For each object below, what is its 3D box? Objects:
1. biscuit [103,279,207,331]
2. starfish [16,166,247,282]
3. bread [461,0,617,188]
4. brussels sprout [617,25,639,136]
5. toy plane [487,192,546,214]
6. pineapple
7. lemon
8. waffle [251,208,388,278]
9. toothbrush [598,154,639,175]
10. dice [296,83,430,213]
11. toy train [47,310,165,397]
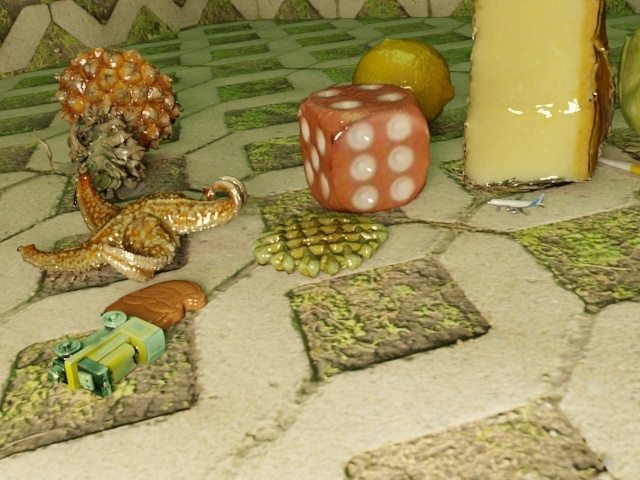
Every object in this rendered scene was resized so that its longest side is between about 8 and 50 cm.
[{"bbox_3d":[-0.207,0.081,0.894,0.131,0.019,0.102,-27,31,-37],"label":"biscuit"},{"bbox_3d":[-0.266,-0.036,1.066,0.303,0.112,0.312,14,34,36],"label":"starfish"},{"bbox_3d":[0.350,-0.259,1.171,0.249,0.315,0.279,-3,33,28],"label":"bread"},{"bbox_3d":[0.641,-0.256,1.176,0.328,0.246,0.328,-1,17,0],"label":"brussels sprout"},{"bbox_3d":[0.294,-0.054,1.078,0.085,0.024,0.078,-7,24,14],"label":"toy plane"},{"bbox_3d":[-0.396,-0.194,1.361,0.263,0.262,0.271,-6,44,0],"label":"pineapple"},{"bbox_3d":[0.166,-0.322,1.496,0.231,0.192,0.192,15,31,25],"label":"lemon"},{"bbox_3d":[0.000,0.000,1.008,0.169,0.036,0.183,10,29,28],"label":"waffle"},{"bbox_3d":[0.519,-0.110,1.153,0.024,0.021,0.288,-24,29,-16],"label":"toothbrush"},{"bbox_3d":[0.070,-0.151,1.158,0.174,0.174,0.179,-13,24,-17],"label":"dice"},{"bbox_3d":[-0.230,0.122,0.779,0.081,0.050,0.122,19,33,24],"label":"toy train"}]
